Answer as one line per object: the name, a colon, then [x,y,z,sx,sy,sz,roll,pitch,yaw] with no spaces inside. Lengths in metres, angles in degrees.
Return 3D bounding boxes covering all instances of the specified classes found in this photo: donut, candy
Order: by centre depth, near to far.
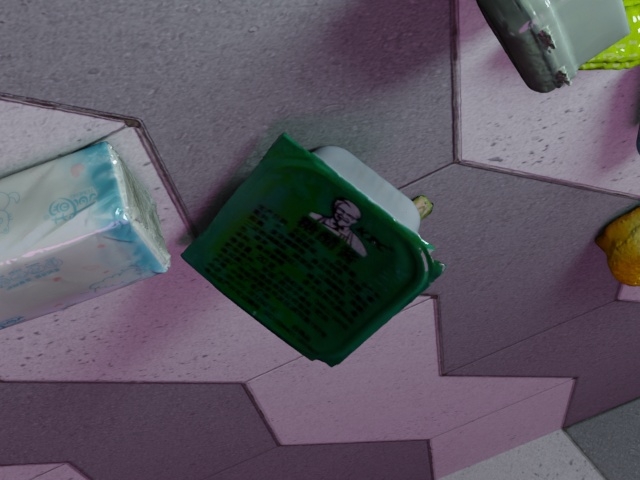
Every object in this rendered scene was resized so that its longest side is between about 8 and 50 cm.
candy: [0.357,-0.242,1.624,0.210,0.096,0.096,-11,157,-9]
donut: [0.605,-0.002,2.387,0.254,0.118,0.253,-2,157,-1]

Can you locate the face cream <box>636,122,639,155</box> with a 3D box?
face cream: [0.478,-0.183,1.882,0.077,0.077,0.250,-19,157,0]

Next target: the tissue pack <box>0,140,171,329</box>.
tissue pack: [-0.331,0.004,1.623,0.271,0.124,0.201,-19,155,3]

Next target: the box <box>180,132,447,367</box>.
box: [0.000,0.000,1.805,0.336,0.264,0.106,-45,-171,48]

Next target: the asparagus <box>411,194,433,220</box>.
asparagus: [0.091,-0.010,2.035,0.178,0.041,0.045,-34,162,31]

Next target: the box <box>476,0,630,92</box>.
box: [0.232,-0.255,1.428,0.129,0.148,0.210,-31,159,8]
